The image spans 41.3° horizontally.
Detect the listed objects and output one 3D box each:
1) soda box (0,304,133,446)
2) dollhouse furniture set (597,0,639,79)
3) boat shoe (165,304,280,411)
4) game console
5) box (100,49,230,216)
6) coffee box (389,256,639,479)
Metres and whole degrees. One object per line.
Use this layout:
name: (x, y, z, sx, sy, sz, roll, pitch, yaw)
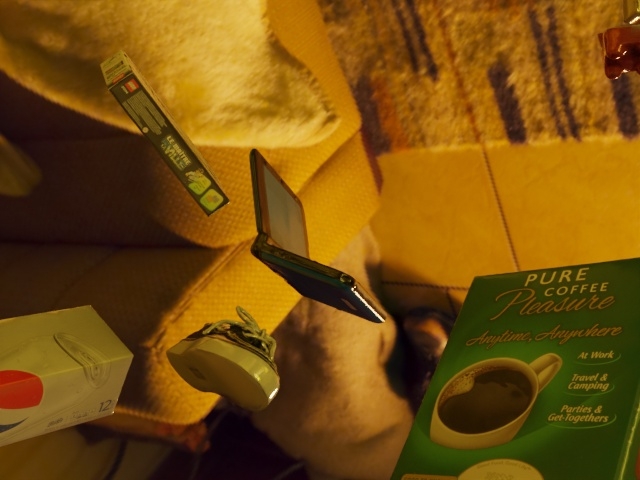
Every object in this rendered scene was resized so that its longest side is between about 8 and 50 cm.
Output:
soda box: (-0.338, 0.146, 0.847, 0.098, 0.286, 0.091, 41, 121, 32)
dollhouse furniture set: (0.480, -0.259, 0.988, 0.374, 0.152, 0.201, 9, 157, -18)
boat shoe: (-0.115, 0.156, 1.158, 0.113, 0.105, 0.306, 51, 158, -9)
game console: (0.000, 0.000, 1.442, 0.250, 0.173, 0.293, 19, 170, 21)
box: (-0.195, -0.134, 1.065, 0.207, 0.036, 0.114, 55, 180, -31)
coffee box: (0.094, 0.088, 0.373, 0.113, 0.184, 0.040, -12, 128, 43)
